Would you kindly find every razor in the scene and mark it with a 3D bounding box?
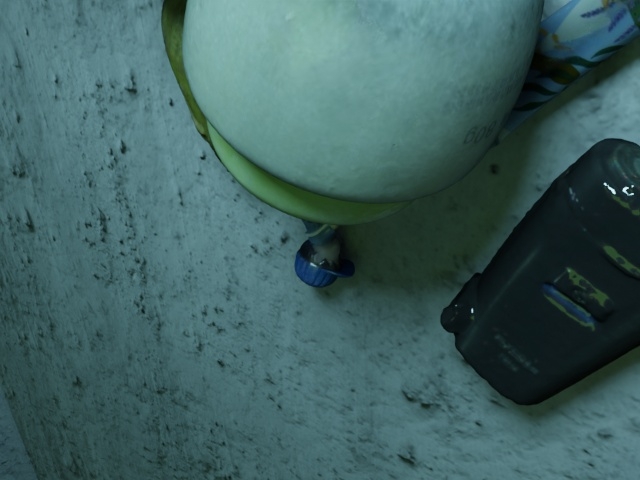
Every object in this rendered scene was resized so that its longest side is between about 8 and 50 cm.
[{"bbox_3d":[0.280,0.051,0.691,0.189,0.107,0.327,43,135,11],"label":"razor"}]

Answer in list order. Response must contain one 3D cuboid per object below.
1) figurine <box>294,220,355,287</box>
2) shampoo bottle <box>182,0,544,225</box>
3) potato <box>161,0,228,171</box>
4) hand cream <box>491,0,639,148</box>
[{"bbox_3d":[0.000,0.000,0.918,0.086,0.087,0.149,-128,27,-63],"label":"figurine"},{"bbox_3d":[0.037,-0.192,0.588,0.322,0.322,0.317,44,146,11],"label":"shampoo bottle"},{"bbox_3d":[-0.143,-0.254,0.862,0.255,0.112,0.269,52,133,4],"label":"potato"},{"bbox_3d":[0.245,-0.190,0.620,0.271,0.058,0.091,-33,86,50],"label":"hand cream"}]
